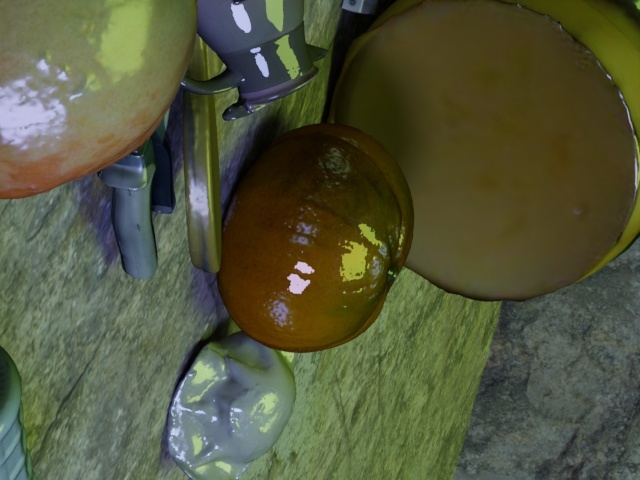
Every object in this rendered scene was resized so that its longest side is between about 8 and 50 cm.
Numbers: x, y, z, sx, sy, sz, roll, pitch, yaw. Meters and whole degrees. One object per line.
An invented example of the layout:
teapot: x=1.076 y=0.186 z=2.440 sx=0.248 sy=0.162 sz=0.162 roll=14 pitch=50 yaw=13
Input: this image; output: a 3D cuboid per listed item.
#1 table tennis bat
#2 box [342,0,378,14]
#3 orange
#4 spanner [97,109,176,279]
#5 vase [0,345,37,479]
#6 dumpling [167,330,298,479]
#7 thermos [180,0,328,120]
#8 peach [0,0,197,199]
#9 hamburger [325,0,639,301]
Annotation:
table tennis bat: x=-0.097 y=-0.122 z=1.447 sx=0.198 sy=0.050 sz=0.321 roll=-92 pitch=179 yaw=-55
box: x=0.050 y=-0.281 z=1.868 sx=0.054 sy=0.024 sz=0.083 roll=-17 pitch=124 yaw=-73
orange: x=0.000 y=0.000 z=1.758 sx=0.240 sy=0.171 sz=0.240 roll=18 pitch=90 yaw=-74
spanner: x=-0.142 y=-0.066 z=1.375 sx=0.325 sy=0.040 sz=0.096 roll=95 pitch=8 yaw=-65
vase: x=-0.242 y=0.194 z=1.264 sx=0.299 sy=0.143 sz=0.143 roll=87 pitch=27 yaw=-49
dumpling: x=-0.095 y=0.157 z=1.805 sx=0.134 sy=0.100 sz=0.169 roll=35 pitch=97 yaw=-38
thermos: x=-0.076 y=-0.186 z=1.302 sx=0.137 sy=0.105 sz=0.193 roll=-28 pitch=110 yaw=-22
peach: x=-0.182 y=-0.124 z=1.026 sx=0.232 sy=0.232 sz=0.232 roll=19 pitch=90 yaw=-74
hamburger: x=0.229 y=-0.147 z=1.950 sx=0.277 sy=0.396 sz=0.396 roll=-46 pitch=151 yaw=-53
